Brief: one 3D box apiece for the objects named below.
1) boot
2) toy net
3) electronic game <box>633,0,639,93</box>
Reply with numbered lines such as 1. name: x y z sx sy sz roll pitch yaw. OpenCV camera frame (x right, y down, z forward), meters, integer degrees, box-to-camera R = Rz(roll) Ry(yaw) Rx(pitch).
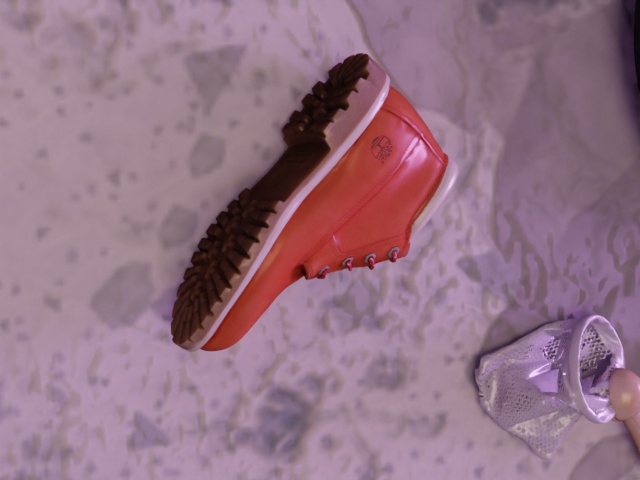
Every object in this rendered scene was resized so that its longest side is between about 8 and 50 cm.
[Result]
1. boot: 0.000 0.000 0.546 0.084 0.059 0.158 42 82 -26
2. toy net: 0.197 0.072 0.634 0.232 0.045 0.122 8 96 -21
3. electronic game: 0.267 -0.114 0.627 0.229 0.048 0.229 -3 100 -19
